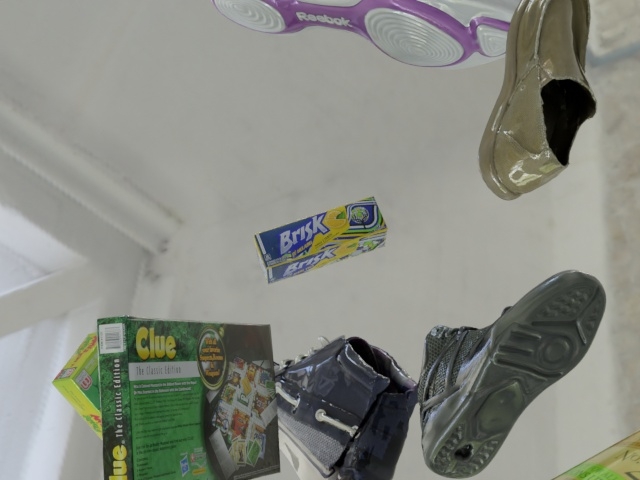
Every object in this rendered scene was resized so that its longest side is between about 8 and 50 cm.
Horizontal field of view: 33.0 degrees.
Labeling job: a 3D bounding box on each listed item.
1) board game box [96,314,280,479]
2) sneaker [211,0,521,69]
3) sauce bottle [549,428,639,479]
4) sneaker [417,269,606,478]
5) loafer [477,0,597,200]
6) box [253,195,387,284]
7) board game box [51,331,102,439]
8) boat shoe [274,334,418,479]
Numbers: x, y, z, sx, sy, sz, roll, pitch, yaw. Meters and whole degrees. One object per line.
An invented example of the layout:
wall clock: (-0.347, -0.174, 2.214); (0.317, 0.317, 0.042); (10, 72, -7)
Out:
board game box: (-0.096, 0.131, 0.858); (0.259, 0.030, 0.136); (17, -110, -69)
sneaker: (0.049, -0.247, 0.966); (0.114, 0.305, 0.152); (70, -141, -63)
sauce bottle: (0.228, 0.092, 0.467); (0.344, 0.111, 0.111); (-26, -82, -17)
sneaker: (0.156, 0.093, 0.961); (0.087, 0.227, 0.130); (19, -149, -21)
loafer: (0.135, -0.090, 0.622); (0.056, 0.050, 0.148); (34, -115, -40)
box: (0.000, 0.000, 1.419); (0.059, 0.169, 0.054); (91, 159, -65)
board game box: (-0.266, 0.217, 1.435); (0.181, 0.043, 0.092); (56, -139, -24)
boat shoe: (0.001, 0.170, 1.263); (0.127, 0.340, 0.158); (18, -82, -34)
